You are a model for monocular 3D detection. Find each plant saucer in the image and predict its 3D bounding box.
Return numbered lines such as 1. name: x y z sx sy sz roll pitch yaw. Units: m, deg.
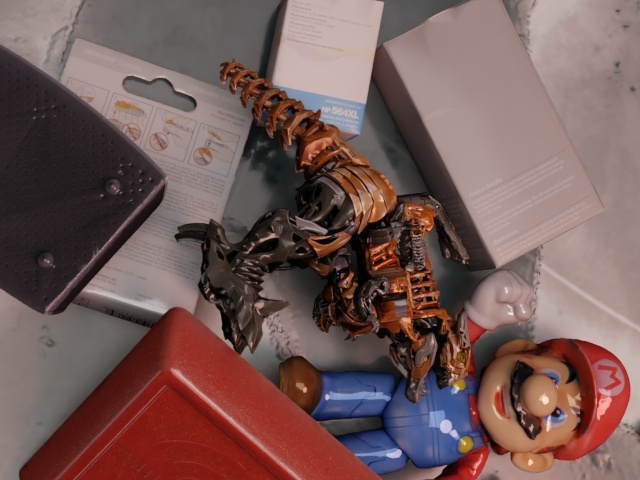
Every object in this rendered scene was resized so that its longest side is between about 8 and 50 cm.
1. plant saucer: -0.109 0.226 1.069 0.258 0.048 0.259 42 116 -6

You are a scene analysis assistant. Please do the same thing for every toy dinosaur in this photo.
1. toy dinosaur: 0.000 0.000 1.066 0.218 0.164 0.322 -29 66 -10

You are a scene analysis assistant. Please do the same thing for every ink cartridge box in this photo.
1. ink cartridge box: -0.178 -0.048 1.142 0.189 0.066 0.232 19 66 -8
2. ink cartridge box: 0.000 -0.172 1.144 0.089 0.092 0.143 12 87 -9

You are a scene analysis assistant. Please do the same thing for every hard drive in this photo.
1. hard drive: -0.267 -0.059 1.066 0.254 0.054 0.172 36 77 20

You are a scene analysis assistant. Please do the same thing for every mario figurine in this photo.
1. mario figurine: 0.125 0.147 1.111 0.320 0.170 0.198 -9 116 -3

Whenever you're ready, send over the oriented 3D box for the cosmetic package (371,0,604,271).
1. cosmetic package: 0.153 -0.102 1.164 0.127 0.107 0.238 -26 90 -9
